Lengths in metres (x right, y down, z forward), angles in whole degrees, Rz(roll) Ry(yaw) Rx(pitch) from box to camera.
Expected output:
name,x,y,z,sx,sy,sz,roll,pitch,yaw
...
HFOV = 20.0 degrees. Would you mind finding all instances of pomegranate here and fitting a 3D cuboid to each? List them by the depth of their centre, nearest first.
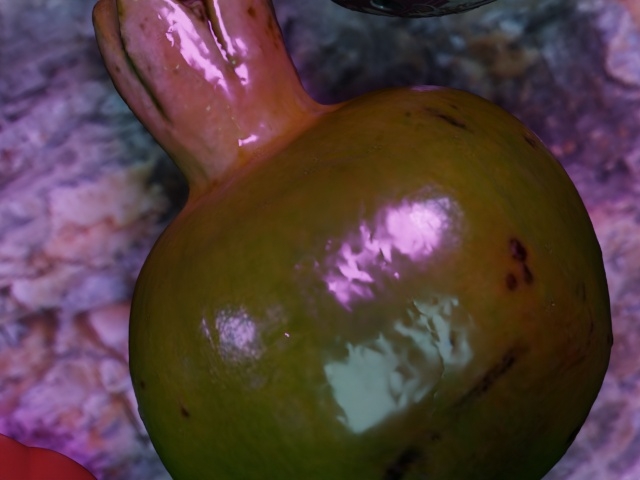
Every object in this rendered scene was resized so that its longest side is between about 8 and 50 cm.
name,x,y,z,sx,sy,sz,roll,pitch,yaw
pomegranate,0.000,0.000,0.839,0.236,0.236,0.302,-31,100,9

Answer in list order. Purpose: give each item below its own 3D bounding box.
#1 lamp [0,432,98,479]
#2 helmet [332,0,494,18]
name,x,y,z,sx,sy,sz,roll,pitch,yaw
lamp,-0.182,0.195,0.925,0.187,0.164,0.188,-3,113,-6
helmet,0.074,-0.174,0.779,0.177,0.107,0.153,-57,134,-11
